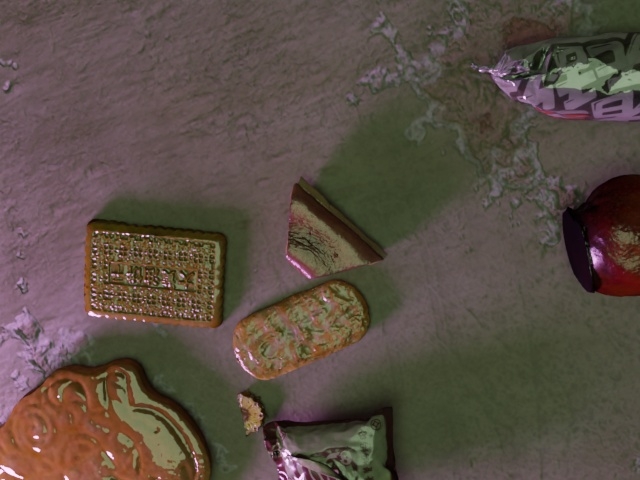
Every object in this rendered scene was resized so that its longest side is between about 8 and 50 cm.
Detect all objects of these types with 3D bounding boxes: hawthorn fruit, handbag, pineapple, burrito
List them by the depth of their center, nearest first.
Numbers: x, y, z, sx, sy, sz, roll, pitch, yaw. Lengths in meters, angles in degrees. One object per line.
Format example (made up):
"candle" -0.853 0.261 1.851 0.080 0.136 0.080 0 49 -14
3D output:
"hawthorn fruit" 0.489 0.006 1.381 0.251 0.189 0.190 16 102 -1
"burrito" 0.450 -0.244 1.382 0.445 0.101 0.139 -1 105 7
"handbag" 0.029 0.390 1.544 0.234 0.127 0.213 -8 97 22
"pineapple" -0.116 0.299 1.603 0.045 0.019 0.083 -9 99 16

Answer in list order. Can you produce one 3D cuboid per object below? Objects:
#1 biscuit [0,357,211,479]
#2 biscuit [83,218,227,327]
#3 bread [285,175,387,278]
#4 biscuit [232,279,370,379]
"biscuit" -0.395 0.402 1.641 0.385 0.062 0.365 -36 92 13
"biscuit" -0.289 0.058 1.583 0.254 0.029 0.172 5 101 8
"bread" 0.000 0.000 1.508 0.192 0.067 0.119 44 96 -2
"biscuit" -0.035 0.152 1.559 0.247 0.029 0.119 -25 95 12
